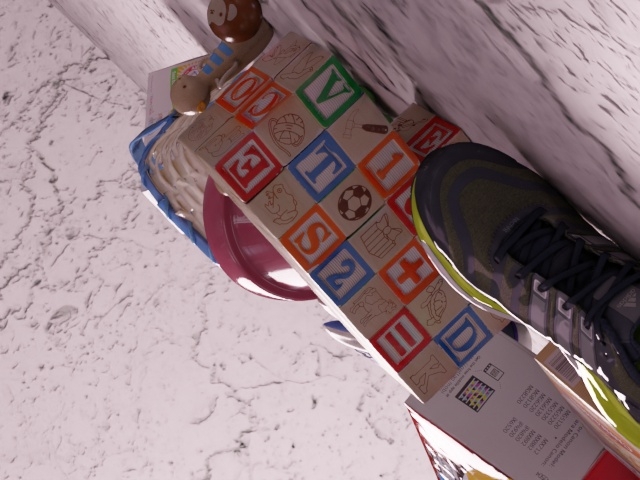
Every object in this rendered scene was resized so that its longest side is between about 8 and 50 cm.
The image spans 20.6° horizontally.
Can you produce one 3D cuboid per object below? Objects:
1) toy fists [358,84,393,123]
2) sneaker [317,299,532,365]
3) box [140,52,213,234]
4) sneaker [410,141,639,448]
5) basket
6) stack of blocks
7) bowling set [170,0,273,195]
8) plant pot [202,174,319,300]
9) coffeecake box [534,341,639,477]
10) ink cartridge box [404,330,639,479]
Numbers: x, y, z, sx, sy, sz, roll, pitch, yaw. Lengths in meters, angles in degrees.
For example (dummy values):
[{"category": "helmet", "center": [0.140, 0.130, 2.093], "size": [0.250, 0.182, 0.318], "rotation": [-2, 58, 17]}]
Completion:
[{"category": "toy fists", "center": [0.040, -0.043, 1.616], "size": [0.279, 0.142, 0.096], "rotation": [46, -175, -5]}, {"category": "sneaker", "center": [0.072, 0.077, 2.059], "size": [0.236, 0.130, 0.323], "rotation": [24, 175, -34]}, {"category": "box", "center": [-0.163, -0.129, 2.326], "size": [0.114, 0.103, 0.203], "rotation": [51, -149, -48]}, {"category": "sneaker", "center": [0.192, 0.034, 1.246], "size": [0.300, 0.111, 0.121], "rotation": [40, 166, -2]}, {"category": "basket", "center": [-0.092, -0.063, 2.086], "size": [0.255, 0.201, 0.289], "rotation": [46, 148, -9]}, {"category": "stack of blocks", "center": [0.046, -0.030, 1.439], "size": [0.297, 0.171, 0.087], "rotation": [48, 175, -30]}, {"category": "bowling set", "center": [-0.085, -0.143, 1.741], "size": [0.200, 0.154, 0.287], "rotation": [47, 175, -32]}, {"category": "plant pot", "center": [0.000, -0.034, 1.852], "size": [0.201, 0.201, 0.180], "rotation": [46, 160, -21]}, {"category": "coffeecake box", "center": [0.293, 0.163, 1.631], "size": [0.142, 0.068, 0.185], "rotation": [41, 175, 37]}, {"category": "ink cartridge box", "center": [0.253, 0.257, 1.889], "size": [0.272, 0.130, 0.309], "rotation": [34, 164, 27]}]
